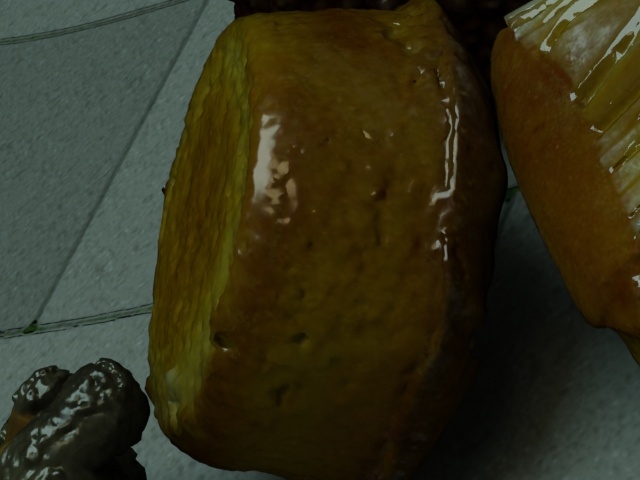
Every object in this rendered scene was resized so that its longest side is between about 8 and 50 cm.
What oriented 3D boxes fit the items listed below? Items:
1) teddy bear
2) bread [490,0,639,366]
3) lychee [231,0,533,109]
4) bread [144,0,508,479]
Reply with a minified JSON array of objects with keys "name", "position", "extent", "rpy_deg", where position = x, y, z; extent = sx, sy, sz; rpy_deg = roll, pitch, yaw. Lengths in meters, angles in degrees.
[{"name":"teddy bear","position":[-0.161,0.171,1.181],"extent":[0.140,0.177,0.190],"rpy_deg":[-25,1,-12]},{"name":"bread","position":[0.192,-0.031,0.961],"extent":[0.156,0.204,0.288],"rpy_deg":[-33,37,11]},{"name":"lychee","position":[0.043,-0.202,1.259],"extent":[0.271,0.271,0.271],"rpy_deg":[-30,34,23]},{"name":"bread","position":[0.000,0.005,1.086],"extent":[0.312,0.172,0.312],"rpy_deg":[-173,90,-75]}]
